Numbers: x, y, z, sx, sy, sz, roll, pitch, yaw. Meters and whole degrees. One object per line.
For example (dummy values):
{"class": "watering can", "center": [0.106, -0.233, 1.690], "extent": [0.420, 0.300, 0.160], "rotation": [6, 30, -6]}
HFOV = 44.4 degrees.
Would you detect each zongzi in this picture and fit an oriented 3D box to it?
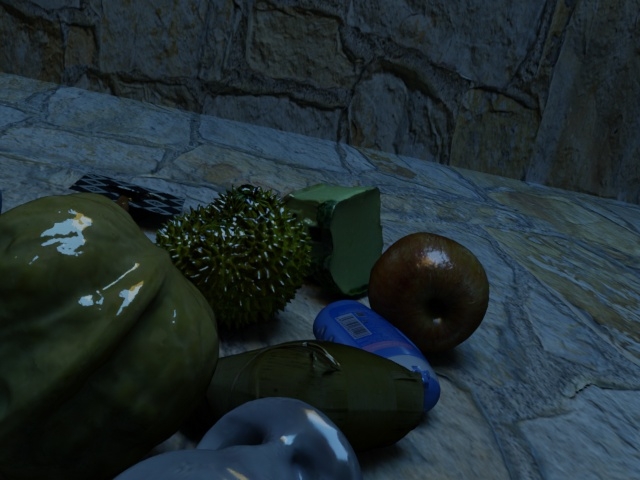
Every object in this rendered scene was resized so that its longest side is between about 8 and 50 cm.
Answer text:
{"class": "zongzi", "center": [-0.046, 0.201, 1.030], "extent": [0.300, 0.145, 0.273], "rotation": [-2, -10, 38]}

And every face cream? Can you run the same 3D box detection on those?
{"class": "face cream", "center": [0.092, 0.182, 1.213], "extent": [0.149, 0.083, 0.264], "rotation": [3, 20, -27]}

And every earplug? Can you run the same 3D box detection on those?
{"class": "earplug", "center": [-0.082, 0.270, 0.698], "extent": [0.214, 0.175, 0.325], "rotation": [20, 27, 29]}

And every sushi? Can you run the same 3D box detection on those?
{"class": "sushi", "center": [-0.419, -0.081, 1.715], "extent": [0.231, 0.047, 0.220], "rotation": [15, 12, -9]}

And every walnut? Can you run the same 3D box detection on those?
{"class": "walnut", "center": [-0.261, 0.106, 0.825], "extent": [0.282, 0.277, 0.253], "rotation": [48, 3, 11]}

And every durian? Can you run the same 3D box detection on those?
{"class": "durian", "center": [-0.143, 0.032, 1.309], "extent": [0.291, 0.225, 0.291], "rotation": [-21, 22, 9]}

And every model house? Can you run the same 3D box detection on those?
{"class": "model house", "center": [0.000, 0.000, 1.557], "extent": [0.189, 0.214, 0.195], "rotation": [11, 24, 35]}

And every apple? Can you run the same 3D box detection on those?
{"class": "apple", "center": [0.187, 0.089, 1.370], "extent": [0.211, 0.211, 0.188], "rotation": [13, 19, -3]}

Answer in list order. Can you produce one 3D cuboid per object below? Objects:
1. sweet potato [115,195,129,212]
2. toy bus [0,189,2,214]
{"class": "sweet potato", "center": [-0.447, -0.031, 1.498], "extent": [0.078, 0.058, 0.255], "rotation": [50, 36, 11]}
{"class": "toy bus", "center": [-0.661, -0.023, 1.168], "extent": [0.312, 0.152, 0.190], "rotation": [11, 18, -11]}
